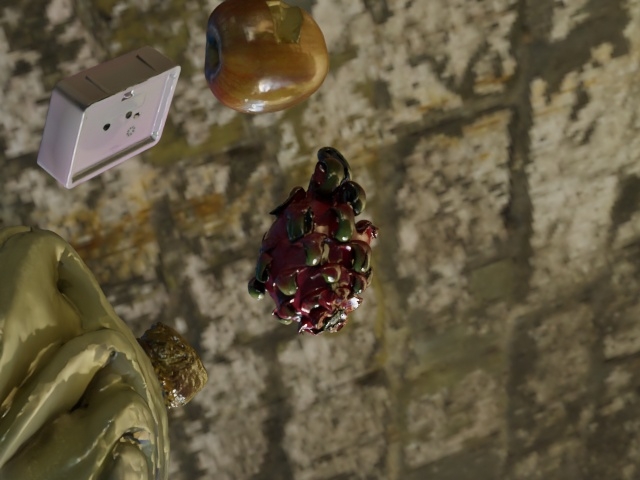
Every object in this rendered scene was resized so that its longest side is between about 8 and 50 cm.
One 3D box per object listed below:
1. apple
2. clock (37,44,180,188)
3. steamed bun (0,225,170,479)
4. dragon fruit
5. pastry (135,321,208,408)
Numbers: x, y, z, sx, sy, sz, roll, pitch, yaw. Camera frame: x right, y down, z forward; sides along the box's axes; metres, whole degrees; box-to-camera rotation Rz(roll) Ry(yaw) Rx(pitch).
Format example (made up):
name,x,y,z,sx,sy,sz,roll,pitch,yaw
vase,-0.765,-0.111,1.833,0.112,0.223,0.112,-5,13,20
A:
name,x,y,z,sx,sy,sz,roll,pitch,yaw
apple,-0.081,-0.282,1.888,0.199,0.199,0.199,161,90,-76
clock,-0.290,-0.174,1.702,0.063,0.197,0.150,36,130,16
steamed bun,-0.245,0.178,0.995,0.237,0.394,0.346,38,109,28
dragon fruit,0.005,0.008,1.912,0.198,0.272,0.218,33,-175,19
pastry,-0.177,0.144,1.422,0.097,0.057,0.109,46,152,12
